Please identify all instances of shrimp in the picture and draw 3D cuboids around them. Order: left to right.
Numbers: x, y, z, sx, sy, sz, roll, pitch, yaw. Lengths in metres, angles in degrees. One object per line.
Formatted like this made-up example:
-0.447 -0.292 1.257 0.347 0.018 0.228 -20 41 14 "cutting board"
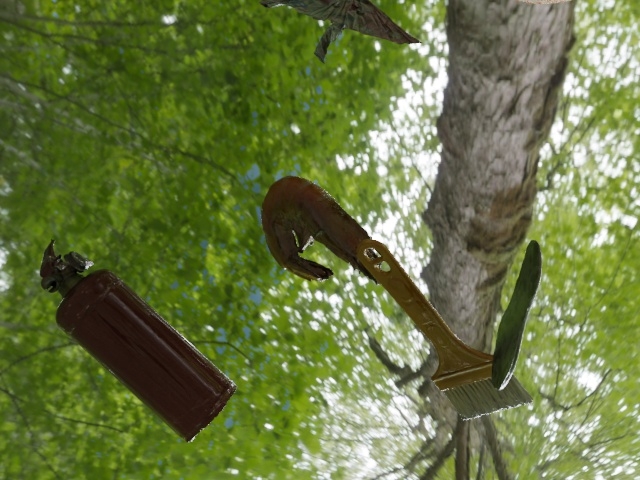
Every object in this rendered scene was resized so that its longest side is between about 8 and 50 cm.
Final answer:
0.000 0.000 1.130 0.249 0.068 0.150 33 -61 31 "shrimp"

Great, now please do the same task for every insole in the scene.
0.185 0.077 0.715 0.006 0.193 0.065 4 -137 0 "insole"

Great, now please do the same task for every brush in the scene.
0.130 0.102 0.867 0.103 0.272 0.013 -27 -161 40 "brush"

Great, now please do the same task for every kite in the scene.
0.017 -0.179 0.616 0.139 0.011 0.156 15 -141 6 "kite"

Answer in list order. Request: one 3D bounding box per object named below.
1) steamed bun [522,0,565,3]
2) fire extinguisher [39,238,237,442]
0.279 -0.388 0.982 0.232 0.232 0.145 27 -63 20 "steamed bun"
-0.268 0.122 1.048 0.337 0.147 0.106 45 -85 -4 "fire extinguisher"
